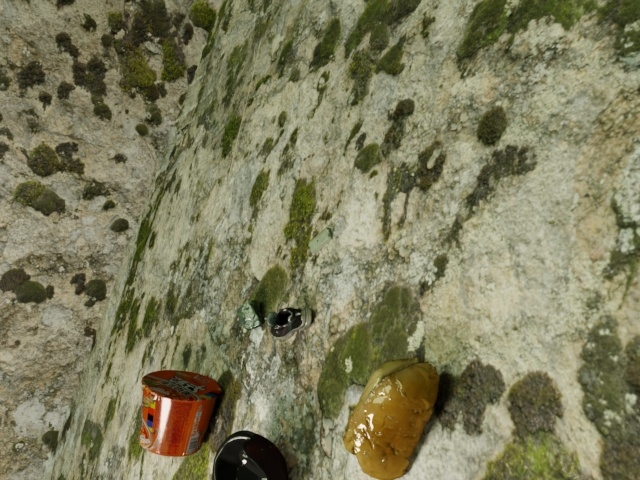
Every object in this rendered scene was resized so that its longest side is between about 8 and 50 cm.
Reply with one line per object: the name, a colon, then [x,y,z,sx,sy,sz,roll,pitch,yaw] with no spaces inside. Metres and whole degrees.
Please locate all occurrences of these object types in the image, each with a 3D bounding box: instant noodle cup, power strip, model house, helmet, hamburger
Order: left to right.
instant noodle cup: [-0.450,0.540,1.613,0.250,0.250,0.192,14,93,56]
helmet: [-0.175,0.570,1.239,0.189,0.193,0.216,-51,45,4]
model house: [-0.214,0.238,1.596,0.078,0.066,0.083,-36,64,25]
power strip: [0.000,0.000,1.447,0.090,0.016,0.040,-42,42,34]
hamburger: [0.130,0.341,0.993,0.124,0.130,0.262,37,109,55]

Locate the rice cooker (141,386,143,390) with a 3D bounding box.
rice cooker: [-0.545,0.531,1.822,0.206,0.145,0.127,-32,59,46]

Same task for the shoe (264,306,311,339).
shoe: [-0.105,0.220,1.406,0.169,0.099,0.071,-31,52,44]
